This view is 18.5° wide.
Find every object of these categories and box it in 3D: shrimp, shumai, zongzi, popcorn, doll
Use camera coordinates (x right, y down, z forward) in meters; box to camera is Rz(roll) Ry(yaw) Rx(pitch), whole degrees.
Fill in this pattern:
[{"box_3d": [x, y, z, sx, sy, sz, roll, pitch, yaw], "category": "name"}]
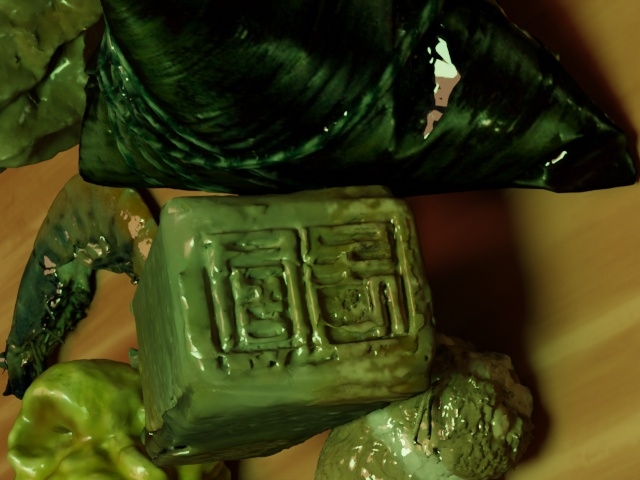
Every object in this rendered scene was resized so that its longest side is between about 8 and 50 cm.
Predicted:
[{"box_3d": [-0.187, 0.077, 1.587, 0.198, 0.051, 0.262, 53, 127, 34], "category": "shrimp"}, {"box_3d": [-0.241, -0.248, 1.460, 0.314, 0.267, 0.262, 56, 134, 25], "category": "shumai"}, {"box_3d": [-0.053, -0.143, 1.175, 0.383, 0.362, 0.319, 32, 98, 48], "category": "zongzi"}, {"box_3d": [-0.147, 0.247, 1.460, 0.225, 0.174, 0.286, 24, 105, 33], "category": "popcorn"}, {"box_3d": [0.052, 0.145, 1.257, 0.105, 0.115, 0.221, 54, 138, 21], "category": "doll"}]

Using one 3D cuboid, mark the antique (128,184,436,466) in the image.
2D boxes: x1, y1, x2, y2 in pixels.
[{"box_3d": [-0.048, 0.063, 1.226, 0.284, 0.150, 0.125, 139, 126, -66], "category": "antique"}]
